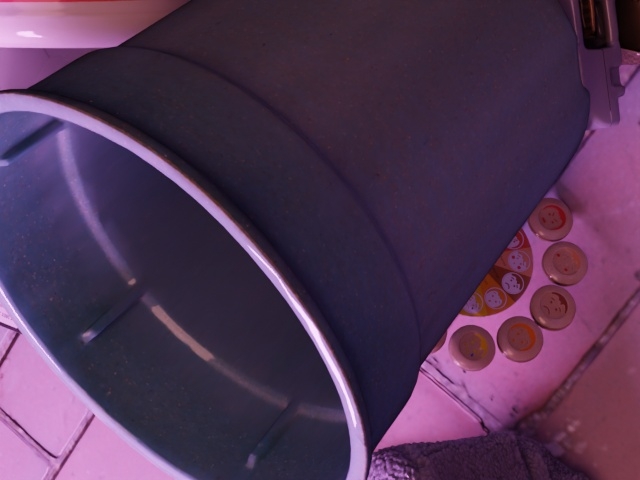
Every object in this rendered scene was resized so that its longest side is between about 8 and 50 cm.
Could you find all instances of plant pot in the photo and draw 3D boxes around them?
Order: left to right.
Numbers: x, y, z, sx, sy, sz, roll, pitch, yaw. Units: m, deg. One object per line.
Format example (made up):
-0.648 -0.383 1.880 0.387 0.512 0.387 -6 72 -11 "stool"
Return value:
-0.008 -0.045 1.033 0.341 0.334 0.341 30 145 24 "plant pot"

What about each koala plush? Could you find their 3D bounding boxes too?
0.098 0.259 1.251 0.221 0.203 0.196 -29 77 47 "koala plush"

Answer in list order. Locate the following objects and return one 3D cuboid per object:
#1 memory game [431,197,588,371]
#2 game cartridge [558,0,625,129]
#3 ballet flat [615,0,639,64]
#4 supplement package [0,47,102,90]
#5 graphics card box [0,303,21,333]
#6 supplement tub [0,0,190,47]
0.120 0.013 1.197 0.186 0.012 0.186 3 69 -7 "memory game"
0.126 -0.223 1.152 0.198 0.062 0.297 -5 95 47 "game cartridge"
0.272 -0.167 1.133 0.250 0.058 0.084 1 100 25 "ballet flat"
-0.306 -0.170 1.325 0.203 0.194 0.149 11 103 23 "supplement package"
-0.311 -0.032 1.333 0.371 0.233 0.094 17 108 21 "graphics card box"
-0.182 -0.280 1.102 0.191 0.191 0.272 4 102 24 "supplement tub"
